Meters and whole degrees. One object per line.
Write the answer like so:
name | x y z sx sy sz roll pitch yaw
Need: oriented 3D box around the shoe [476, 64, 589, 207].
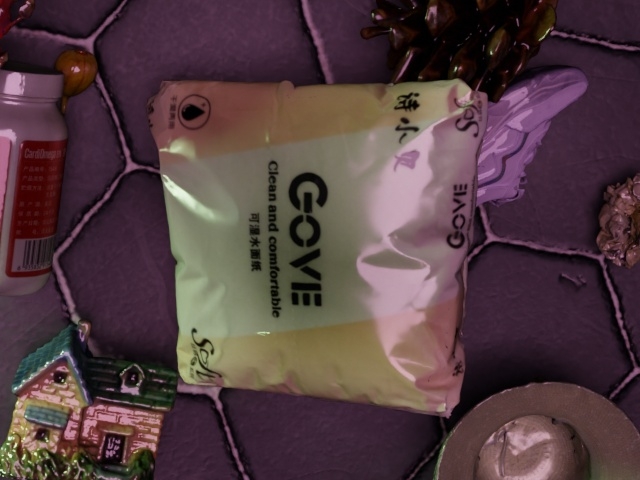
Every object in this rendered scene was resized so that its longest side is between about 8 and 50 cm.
shoe | 0.214 -0.109 1.661 0.245 0.095 0.137 -28 104 3

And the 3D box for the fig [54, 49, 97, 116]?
fig | -0.285 -0.179 1.623 0.050 0.050 0.083 19 109 -8

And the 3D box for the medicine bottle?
medicine bottle | -0.353 -0.071 1.585 0.131 0.131 0.250 8 101 -7

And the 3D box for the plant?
plant | 0.389 -0.020 1.679 0.104 0.122 0.116 16 90 -19

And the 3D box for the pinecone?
pinecone | 0.151 -0.248 1.576 0.201 0.202 0.229 23 88 3

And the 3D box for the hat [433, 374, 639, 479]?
hat | 0.251 0.274 1.704 0.257 0.130 0.257 -1 99 -6

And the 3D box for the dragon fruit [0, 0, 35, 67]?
dragon fruit | -0.454 -0.254 1.469 0.249 0.371 0.386 19 106 -48

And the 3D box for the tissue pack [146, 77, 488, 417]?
tissue pack | 0.000 0.000 1.580 0.390 0.195 0.375 0 105 17

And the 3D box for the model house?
model house | -0.263 0.186 1.629 0.183 0.166 0.172 14 94 -9
